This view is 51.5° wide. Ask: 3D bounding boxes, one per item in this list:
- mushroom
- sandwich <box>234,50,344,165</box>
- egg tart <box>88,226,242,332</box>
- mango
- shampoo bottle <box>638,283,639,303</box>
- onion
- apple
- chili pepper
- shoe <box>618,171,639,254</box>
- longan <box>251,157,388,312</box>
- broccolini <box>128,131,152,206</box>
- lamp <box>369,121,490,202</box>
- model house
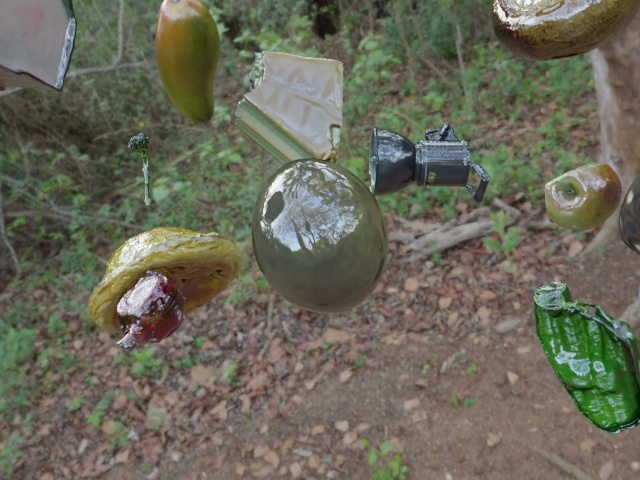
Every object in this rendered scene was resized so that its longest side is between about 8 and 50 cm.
[{"bbox_3d":[0.505,-0.502,1.348,0.345,0.239,0.345,-45,5,5],"label":"mushroom"},{"bbox_3d":[-0.068,-0.232,1.307,0.198,0.228,0.155,5,-13,-11],"label":"sandwich"},{"bbox_3d":[-0.426,0.087,1.794,0.443,0.443,0.178,-27,70,-11],"label":"egg tart"},{"bbox_3d":[-0.307,-0.419,1.529,0.146,0.289,0.129,6,33,-7],"label":"mango"},{"bbox_3d":[0.811,0.122,1.384,0.258,0.061,0.104,4,4,19],"label":"shampoo bottle"},{"bbox_3d":[-0.380,0.181,1.482,0.173,0.135,0.198,-30,34,34],"label":"onion"},{"bbox_3d":[0.716,-0.118,1.815,0.188,0.174,0.207,-21,-25,-51],"label":"apple"},{"bbox_3d":[0.645,0.258,1.546,0.213,0.385,0.167,-24,14,36],"label":"chili pepper"},{"bbox_3d":[0.662,-0.105,1.179,0.171,0.384,0.237,28,32,16],"label":"shoe"},{"bbox_3d":[0.000,0.000,1.042,0.214,0.246,0.246,6,35,14],"label":"longan"},{"bbox_3d":[-0.460,-0.188,1.749,0.054,0.194,0.052,-9,7,7],"label":"broccolini"},{"bbox_3d":[0.219,-0.167,1.373,0.227,0.147,0.172,0,56,-1],"label":"lamp"},{"bbox_3d":[-0.561,-0.364,1.062,0.237,0.203,0.237,5,-1,14],"label":"model house"}]
